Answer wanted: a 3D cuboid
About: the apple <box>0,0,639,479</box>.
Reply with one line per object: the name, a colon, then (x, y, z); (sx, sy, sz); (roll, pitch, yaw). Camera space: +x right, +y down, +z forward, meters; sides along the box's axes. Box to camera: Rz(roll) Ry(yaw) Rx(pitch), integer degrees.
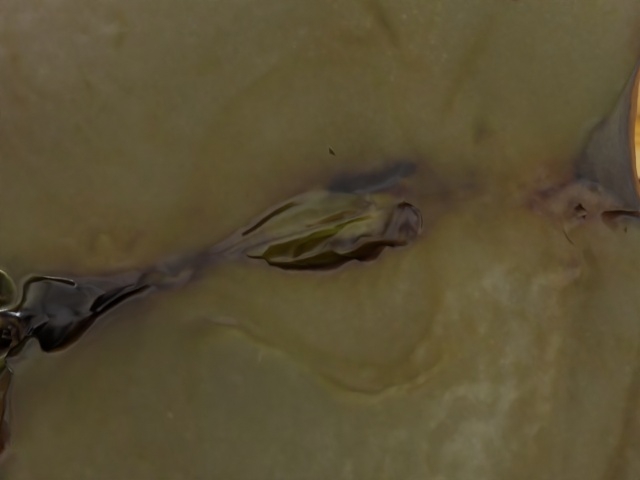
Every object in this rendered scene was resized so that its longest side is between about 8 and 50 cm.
apple: (0.000, 0.000, 0.607); (0.328, 0.365, 0.295); (51, -32, 43)
